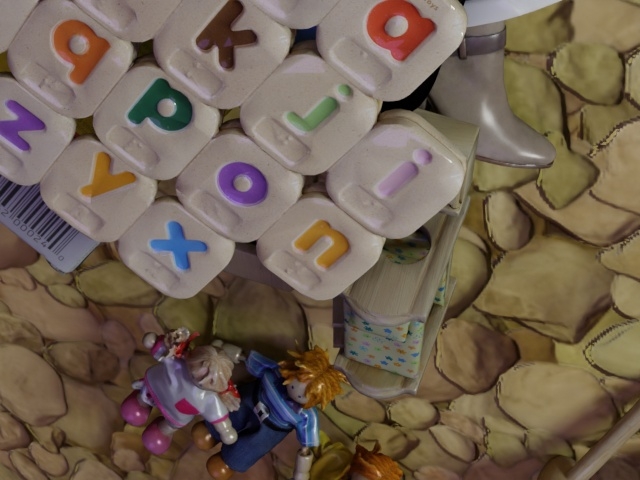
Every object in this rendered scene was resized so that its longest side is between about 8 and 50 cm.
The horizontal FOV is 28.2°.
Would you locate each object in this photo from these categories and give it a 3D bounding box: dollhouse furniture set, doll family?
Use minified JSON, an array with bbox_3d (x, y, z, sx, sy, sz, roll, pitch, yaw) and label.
[{"bbox_3d":[0.000,0.000,0.785,0.161,0.101,0.182,17,150,12],"label":"dollhouse furniture set"},{"bbox_3d":[-0.026,0.157,0.977,0.263,0.118,0.163,53,138,2],"label":"doll family"}]

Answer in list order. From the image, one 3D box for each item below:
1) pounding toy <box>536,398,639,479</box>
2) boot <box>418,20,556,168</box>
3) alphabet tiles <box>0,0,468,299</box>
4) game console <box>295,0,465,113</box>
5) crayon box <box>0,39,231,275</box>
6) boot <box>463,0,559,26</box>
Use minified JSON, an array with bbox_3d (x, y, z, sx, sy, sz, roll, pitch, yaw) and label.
[{"bbox_3d":[0.254,0.190,0.826,0.269,0.154,0.155,-10,123,30],"label":"pounding toy"},{"bbox_3d":[0.092,-0.096,0.742,0.118,0.042,0.087,16,125,2],"label":"boot"},{"bbox_3d":[-0.068,-0.084,0.668,0.284,0.021,0.278,38,132,-11],"label":"alphabet tiles"},{"bbox_3d":[-0.098,-0.178,0.648,0.361,0.044,0.213,22,130,3],"label":"game console"},{"bbox_3d":[-0.143,-0.134,0.786,0.202,0.081,0.318,41,132,-12],"label":"crayon box"},{"bbox_3d":[0.127,-0.174,0.649,0.190,0.069,0.086,-15,113,24],"label":"boot"}]
